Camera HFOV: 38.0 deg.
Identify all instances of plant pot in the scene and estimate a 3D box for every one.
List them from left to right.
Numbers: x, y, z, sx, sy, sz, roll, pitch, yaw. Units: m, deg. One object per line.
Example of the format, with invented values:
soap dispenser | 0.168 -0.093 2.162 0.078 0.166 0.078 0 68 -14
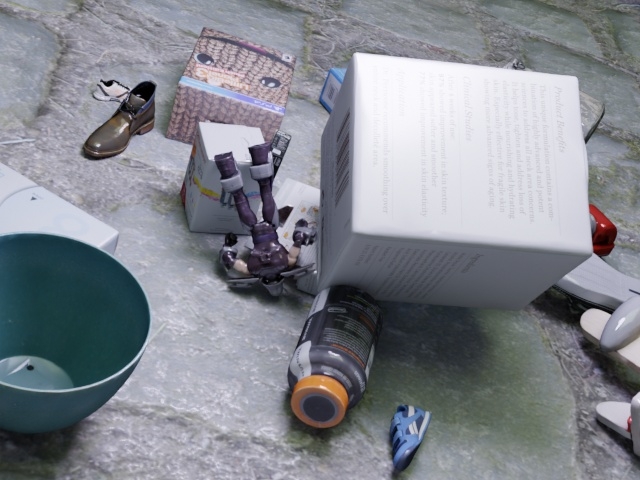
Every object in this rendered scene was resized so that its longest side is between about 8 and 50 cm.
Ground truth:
plant pot | -0.399 0.155 1.298 0.290 0.195 0.290 15 39 -13

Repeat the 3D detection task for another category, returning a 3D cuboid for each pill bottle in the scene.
pill bottle | 0.021 0.192 1.524 0.130 0.130 0.246 22 35 0

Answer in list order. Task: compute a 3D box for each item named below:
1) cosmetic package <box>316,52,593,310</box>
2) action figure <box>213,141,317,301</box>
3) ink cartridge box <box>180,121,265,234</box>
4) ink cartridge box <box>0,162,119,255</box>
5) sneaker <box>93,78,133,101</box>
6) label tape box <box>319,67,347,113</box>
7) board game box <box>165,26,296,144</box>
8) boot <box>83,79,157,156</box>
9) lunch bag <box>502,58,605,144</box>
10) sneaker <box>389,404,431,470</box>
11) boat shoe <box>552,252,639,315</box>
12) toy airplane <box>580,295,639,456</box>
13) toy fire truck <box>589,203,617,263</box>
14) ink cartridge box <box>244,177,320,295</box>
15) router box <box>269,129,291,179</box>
cosmetic package | 0.213 -0.086 1.608 0.393 0.327 0.330 5 68 -8
action figure | -0.103 -0.027 1.666 0.185 0.285 0.099 -13 9 -2
ink cartridge box | -0.183 -0.119 1.783 0.127 0.176 0.128 4 39 -23
ink cartridge box | -0.563 0.024 1.483 0.308 0.091 0.385 30 36 12
sneaker | -0.441 -0.329 2.039 0.109 0.044 0.040 -2 40 -31
label tape box | 0.202 -0.324 2.302 0.333 0.106 0.241 -5 43 -32
board game box | -0.193 -0.326 2.075 0.232 0.141 0.291 16 36 -7
boot | -0.408 -0.254 1.903 0.082 0.106 0.219 27 36 9
lunch bag | 0.476 -0.240 2.174 0.256 0.305 0.212 33 35 10
sneaker | 0.134 0.315 1.492 0.059 0.053 0.144 27 28 7
boat shoe | 0.561 0.113 1.912 0.335 0.119 0.121 27 46 -3
toy airplane | 0.683 0.233 1.681 0.386 0.273 0.384 7 26 7
toy fire truck | 0.541 -0.049 1.998 0.217 0.246 0.158 -6 45 -33
ink cartridge box | 0.000 0.000 1.824 0.238 0.060 0.275 19 36 6
router box | -0.104 -0.154 1.916 0.038 0.122 0.092 23 36 -5
